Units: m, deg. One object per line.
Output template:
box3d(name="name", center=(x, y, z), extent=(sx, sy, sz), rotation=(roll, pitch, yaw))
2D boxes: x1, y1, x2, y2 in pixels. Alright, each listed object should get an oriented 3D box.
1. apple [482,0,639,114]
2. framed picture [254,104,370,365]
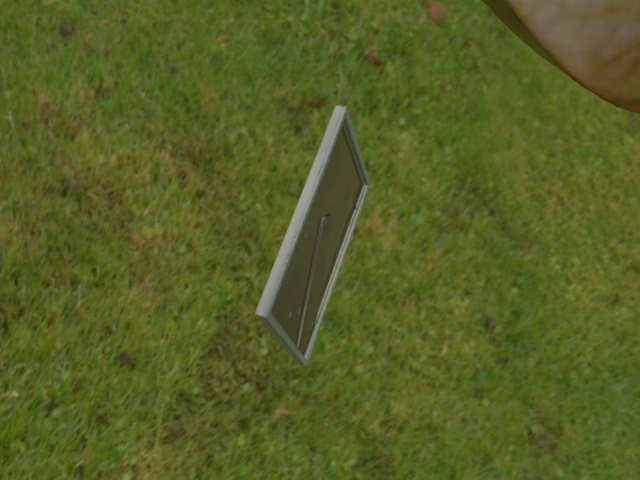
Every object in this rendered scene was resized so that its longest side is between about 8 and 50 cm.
box3d(name="apple", center=(0.166, -0.218, 0.270), extent=(0.328, 0.365, 0.295), rotation=(16, 50, 26))
box3d(name="framed picture", center=(0.000, 0.000, 0.970), extent=(0.016, 0.184, 0.250), rotation=(14, 71, 18))
